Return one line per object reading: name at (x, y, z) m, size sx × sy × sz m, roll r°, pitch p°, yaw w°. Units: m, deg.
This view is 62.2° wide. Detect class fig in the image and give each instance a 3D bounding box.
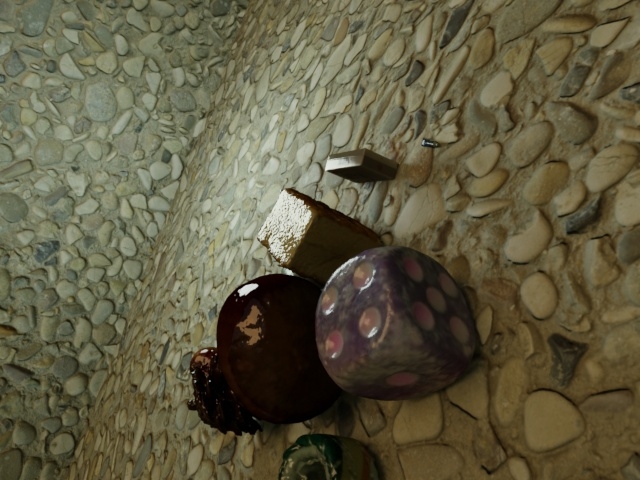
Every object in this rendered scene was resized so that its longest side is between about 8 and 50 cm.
fig at (-0.385, 0.485, 1.996) m, size 0.175 × 0.207 × 0.175 m, roll -5°, pitch 71°, yaw 16°

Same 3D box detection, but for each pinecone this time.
pinecone at (-0.271, 0.479, 1.675) m, size 0.298 × 0.296 × 0.241 m, roll -166°, pitch 85°, yaw -79°

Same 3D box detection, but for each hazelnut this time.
hazelnut at (-0.111, 0.294, 1.467) m, size 0.353 × 0.420 × 0.421 m, roll -41°, pitch 25°, yaw -20°

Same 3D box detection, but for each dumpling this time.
dumpling at (-0.052, 0.138, 1.692) m, size 0.217 × 0.149 × 0.104 m, roll 17°, pitch 84°, yaw 62°

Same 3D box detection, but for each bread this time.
bread at (0.000, 0.000, 1.586) m, size 0.207 × 0.279 × 0.279 m, roll -62°, pitch 29°, yaw 5°

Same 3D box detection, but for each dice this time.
dice at (0.165, 0.194, 1.218) m, size 0.270 × 0.270 × 0.271 m, roll -40°, pitch 40°, yaw 36°

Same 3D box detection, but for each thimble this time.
thimble at (0.018, 0.612, 1.267) m, size 0.254 × 0.167 × 0.288 m, roll -42°, pitch 39°, yaw 36°

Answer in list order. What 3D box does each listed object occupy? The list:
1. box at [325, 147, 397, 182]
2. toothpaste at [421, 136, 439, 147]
box at (0.126, -0.233, 1.678) m, size 0.201 × 0.141 × 0.058 m, roll 1°, pitch 76°, yaw 58°
toothpaste at (0.318, -0.283, 1.541) m, size 0.083 × 0.019 × 0.027 m, roll -147°, pitch 64°, yaw -62°
